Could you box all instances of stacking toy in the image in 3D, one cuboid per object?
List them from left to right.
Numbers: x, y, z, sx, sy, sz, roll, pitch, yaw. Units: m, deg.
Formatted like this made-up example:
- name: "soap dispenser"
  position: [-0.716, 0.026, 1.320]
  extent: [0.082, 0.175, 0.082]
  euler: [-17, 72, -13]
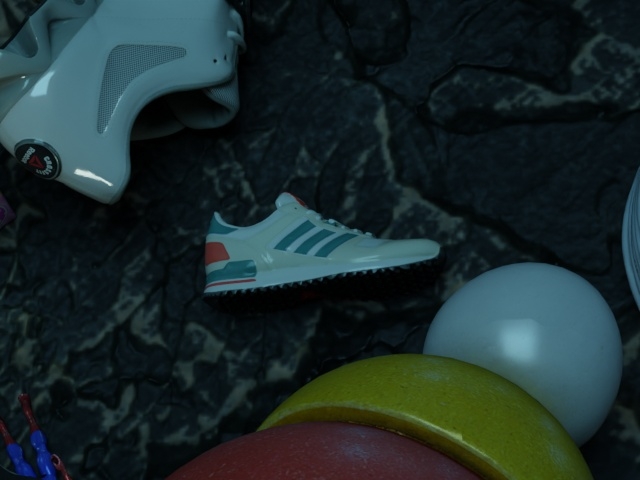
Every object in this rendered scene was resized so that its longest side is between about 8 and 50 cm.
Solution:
- name: "stacking toy"
  position: [0.044, 0.184, 1.049]
  extent: [0.350, 0.351, 0.480]
  euler: [24, 46, 19]

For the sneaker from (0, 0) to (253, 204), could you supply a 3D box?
- name: "sneaker"
  position: [-0.099, -0.151, 1.348]
  extent: [0.146, 0.122, 0.330]
  euler: [40, 59, -5]

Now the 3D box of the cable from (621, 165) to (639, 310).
- name: "cable"
  position: [0.315, -0.008, 1.214]
  extent: [0.257, 0.089, 0.257]
  euler: [18, 69, 17]

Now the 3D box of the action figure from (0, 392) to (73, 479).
- name: "action figure"
  position: [-0.179, 0.153, 1.257]
  extent: [0.038, 0.030, 0.115]
  euler: [-26, 65, -9]

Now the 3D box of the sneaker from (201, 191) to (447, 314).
- name: "sneaker"
  position: [0.000, 0.000, 1.282]
  extent: [0.161, 0.057, 0.075]
  euler: [-8, 69, 9]

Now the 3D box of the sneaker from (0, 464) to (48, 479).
- name: "sneaker"
  position: [-0.201, 0.186, 1.216]
  extent: [0.211, 0.081, 0.080]
  euler: [37, 45, 24]

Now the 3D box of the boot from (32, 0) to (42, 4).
- name: "boot"
  position: [-0.232, -0.272, 1.442]
  extent: [0.208, 0.076, 0.190]
  euler: [25, 57, 12]

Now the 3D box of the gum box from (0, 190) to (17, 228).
- name: "gum box"
  position: [-0.292, -0.088, 1.345]
  extent: [0.062, 0.107, 0.188]
  euler: [-34, 64, -7]
